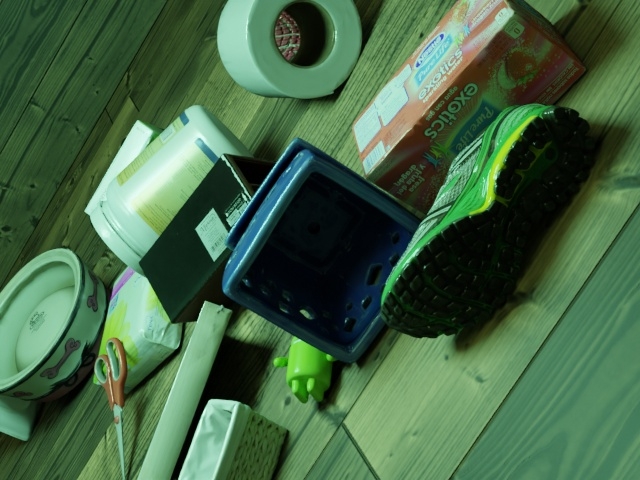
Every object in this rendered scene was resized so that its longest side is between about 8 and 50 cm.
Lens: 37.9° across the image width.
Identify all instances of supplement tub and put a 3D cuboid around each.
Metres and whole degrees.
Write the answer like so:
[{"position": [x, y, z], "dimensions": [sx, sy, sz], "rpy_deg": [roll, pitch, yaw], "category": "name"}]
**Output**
[{"position": [-0.287, -0.093, 1.890], "dimensions": [0.316, 0.228, 0.228], "rpy_deg": [-42, 29, 6], "category": "supplement tub"}]

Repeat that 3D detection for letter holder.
[{"position": [-0.157, 0.002, 1.756], "dimensions": [0.302, 0.214, 0.152], "rpy_deg": [-48, 61, 27], "category": "letter holder"}]

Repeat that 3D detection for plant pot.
[{"position": [0.000, 0.000, 1.368], "dimensions": [0.236, 0.236, 0.212], "rpy_deg": [-55, 20, 11], "category": "plant pot"}]

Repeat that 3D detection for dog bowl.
[{"position": [-0.694, 0.228, 2.370], "dimensions": [0.408, 0.150, 0.408], "rpy_deg": [-26, 44, 28], "category": "dog bowl"}]

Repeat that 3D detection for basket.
[{"position": [-0.134, 0.337, 1.414], "dimensions": [0.113, 0.103, 0.167], "rpy_deg": [-12, 55, 57], "category": "basket"}]

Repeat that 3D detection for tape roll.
[{"position": [-0.063, -0.403, 1.838], "dimensions": [0.246, 0.246, 0.169], "rpy_deg": [-63, 27, -4], "category": "tape roll"}]

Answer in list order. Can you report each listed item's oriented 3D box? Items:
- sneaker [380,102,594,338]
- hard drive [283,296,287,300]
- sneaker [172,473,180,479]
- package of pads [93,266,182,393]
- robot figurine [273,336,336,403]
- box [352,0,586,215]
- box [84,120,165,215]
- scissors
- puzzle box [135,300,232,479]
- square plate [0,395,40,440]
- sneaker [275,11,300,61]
[{"position": [0.197, -0.023, 1.174], "dimensions": [0.343, 0.134, 0.146], "rpy_deg": [-51, 20, 2], "category": "sneaker"}, {"position": [-0.042, 0.031, 1.634], "dimensions": [0.135, 0.022, 0.094], "rpy_deg": [-55, 27, 12], "category": "hard drive"}, {"position": [-0.193, 0.387, 1.487], "dimensions": [0.064, 0.086, 0.192], "rpy_deg": [-2, 63, 60], "category": "sneaker"}, {"position": [-0.382, 0.156, 2.030], "dimensions": [0.229, 0.101, 0.296], "rpy_deg": [-42, 33, 36], "category": "package of pads"}, {"position": [-0.015, 0.183, 1.389], "dimensions": [0.101, 0.067, 0.115], "rpy_deg": [-11, 50, 23], "category": "robot figurine"}, {"position": [0.195, -0.197, 1.297], "dimensions": [0.300, 0.142, 0.154], "rpy_deg": [-48, 29, 24], "category": "box"}, {"position": [-0.370, -0.133, 2.103], "dimensions": [0.232, 0.058, 0.322], "rpy_deg": [-58, -18, 7], "category": "box"}, {"position": [-0.403, 0.338, 1.865], "dimensions": [0.109, 0.021, 0.297], "rpy_deg": [-42, 54, 33], "category": "scissors"}, {"position": [-0.254, 0.319, 1.596], "dimensions": [0.272, 0.052, 0.409], "rpy_deg": [128, 163, -72], "category": "puzzle box"}, {"position": [-0.870, 0.311, 2.473], "dimensions": [0.049, 0.344, 0.347], "rpy_deg": [-28, 42, 41], "category": "square plate"}, {"position": [-0.108, -0.472, 2.155], "dimensions": [0.299, 0.121, 0.112], "rpy_deg": [-99, 16, -50], "category": "sneaker"}]
